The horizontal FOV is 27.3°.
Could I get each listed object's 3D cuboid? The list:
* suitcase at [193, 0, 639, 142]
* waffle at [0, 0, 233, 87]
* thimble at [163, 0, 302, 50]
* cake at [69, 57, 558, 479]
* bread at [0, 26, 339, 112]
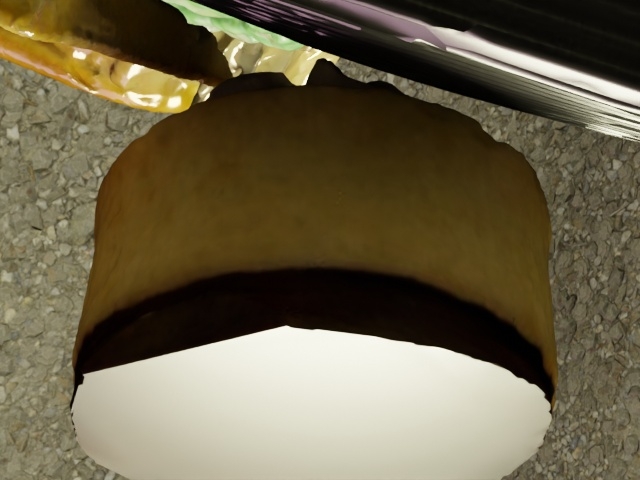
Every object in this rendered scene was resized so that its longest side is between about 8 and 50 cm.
[{"bbox_3d":[0.028,-0.132,0.469,0.335,0.152,0.229,19,-174,4],"label":"suitcase"},{"bbox_3d":[-0.113,-0.097,0.508,0.125,0.032,0.191,22,-175,11],"label":"waffle"},{"bbox_3d":[-0.085,-0.198,0.695,0.219,0.150,0.219,17,-174,-2],"label":"thimble"},{"bbox_3d":[0.000,0.000,0.529,0.185,0.178,0.208,1,154,0],"label":"cake"},{"bbox_3d":[-0.163,-0.211,0.918,0.388,0.183,0.236,28,-137,-5],"label":"bread"}]
